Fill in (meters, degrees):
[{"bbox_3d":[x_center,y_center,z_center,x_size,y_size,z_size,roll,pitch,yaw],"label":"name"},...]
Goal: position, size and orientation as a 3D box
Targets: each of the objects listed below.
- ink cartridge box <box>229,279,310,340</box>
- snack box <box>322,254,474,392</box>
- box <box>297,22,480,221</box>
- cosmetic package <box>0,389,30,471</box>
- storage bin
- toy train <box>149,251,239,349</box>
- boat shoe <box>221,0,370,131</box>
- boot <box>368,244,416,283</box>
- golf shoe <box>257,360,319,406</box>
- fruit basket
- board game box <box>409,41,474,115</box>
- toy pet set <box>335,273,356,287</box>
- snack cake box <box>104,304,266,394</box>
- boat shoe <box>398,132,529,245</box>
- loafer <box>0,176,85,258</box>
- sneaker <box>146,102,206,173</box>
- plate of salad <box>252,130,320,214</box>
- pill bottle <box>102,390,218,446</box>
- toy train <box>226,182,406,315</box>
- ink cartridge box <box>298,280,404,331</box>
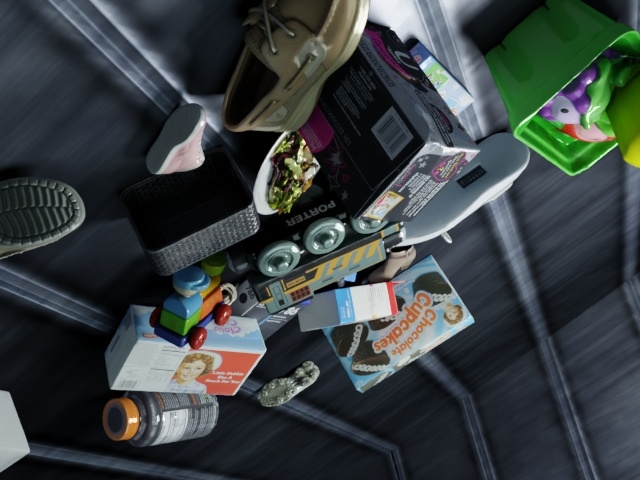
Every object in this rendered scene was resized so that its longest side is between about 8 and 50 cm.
[{"bbox_3d":[-0.146,0.157,1.801,0.332,0.065,0.165,-42,152,22],"label":"ink cartridge box"},{"bbox_3d":[0.182,0.200,2.090,0.322,0.187,0.060,-33,154,5],"label":"snack box"},{"bbox_3d":[0.079,-0.171,1.238,0.142,0.247,0.163,-1,142,-49],"label":"box"},{"bbox_3d":[-0.676,0.360,1.512,0.224,0.138,0.224,-34,156,8],"label":"cosmetic package"},{"bbox_3d":[-0.195,-0.044,1.318,0.180,0.122,0.084,-26,154,-10],"label":"storage bin"},{"bbox_3d":[-0.202,0.077,1.588,0.248,0.105,0.143,-44,156,-55],"label":"toy train"},{"bbox_3d":[-0.038,-0.254,1.109,0.110,0.122,0.341,-14,150,-31],"label":"boat shoe"},{"bbox_3d":[0.161,0.047,1.970,0.118,0.042,0.087,-25,148,-14],"label":"boot"},{"bbox_3d":[-0.079,0.387,2.292,0.176,0.069,0.086,-28,160,-5],"label":"golf shoe"},{"bbox_3d":[0.504,-0.217,1.485,0.283,0.392,0.392,-41,153,21],"label":"fruit basket"},{"bbox_3d":[0.153,-0.229,1.458,0.160,0.039,0.211,-40,154,17],"label":"board game box"},{"bbox_3d":[0.070,0.058,1.855,0.122,0.065,0.114,-41,153,19],"label":"toy pet set"},{"bbox_3d":[-0.258,0.213,1.667,0.264,0.089,0.152,10,130,-32],"label":"snack cake box"},{"bbox_3d":[0.249,-0.079,1.749,0.367,0.136,0.156,-33,160,-18],"label":"boat shoe"},{"bbox_3d":[-0.440,-0.020,1.157,0.251,0.094,0.087,-13,175,-16],"label":"loafer"},{"bbox_3d":[-0.186,-0.143,1.234,0.070,0.051,0.134,-3,146,-47],"label":"sneaker"},{"bbox_3d":[-0.033,-0.120,1.384,0.200,0.048,0.200,-44,158,-23],"label":"plate of salad"},{"bbox_3d":[-0.351,0.377,1.902,0.245,0.130,0.130,5,137,-51],"label":"pill bottle"},{"bbox_3d":[0.000,0.000,1.549,0.333,0.142,0.190,-25,138,-7],"label":"toy train"},{"bbox_3d":[0.076,0.145,1.949,0.231,0.078,0.134,-4,171,-43],"label":"ink cartridge box"}]
